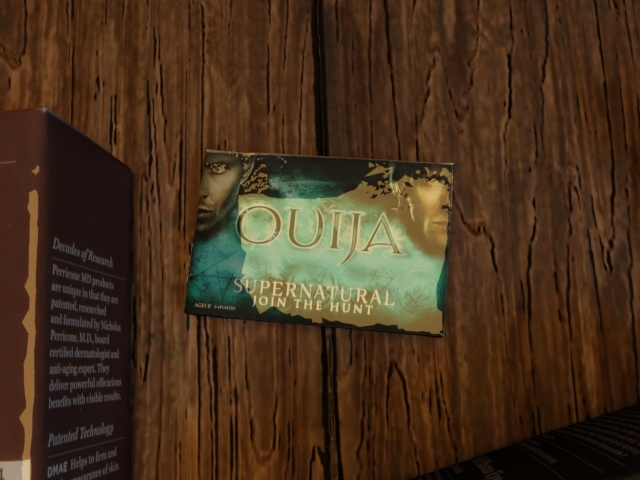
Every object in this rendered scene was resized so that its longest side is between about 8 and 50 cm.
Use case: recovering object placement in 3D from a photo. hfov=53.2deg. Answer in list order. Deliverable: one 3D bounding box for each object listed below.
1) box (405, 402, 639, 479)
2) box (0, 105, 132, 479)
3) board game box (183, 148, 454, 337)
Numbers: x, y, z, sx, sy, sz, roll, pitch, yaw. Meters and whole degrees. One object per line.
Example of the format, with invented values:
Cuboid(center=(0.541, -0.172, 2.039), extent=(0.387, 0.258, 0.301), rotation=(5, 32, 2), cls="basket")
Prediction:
Cuboid(center=(0.165, 0.278, 0.316), extent=(0.313, 0.179, 0.343), rotation=(-20, 78, 1), cls="box")
Cuboid(center=(-0.235, 0.121, 0.415), extent=(0.191, 0.143, 0.381), rotation=(-6, 77, 6), cls="box")
Cuboid(center=(0.000, 0.000, 0.467), extent=(0.186, 0.026, 0.126), rotation=(4, 80, 7), cls="board game box")
